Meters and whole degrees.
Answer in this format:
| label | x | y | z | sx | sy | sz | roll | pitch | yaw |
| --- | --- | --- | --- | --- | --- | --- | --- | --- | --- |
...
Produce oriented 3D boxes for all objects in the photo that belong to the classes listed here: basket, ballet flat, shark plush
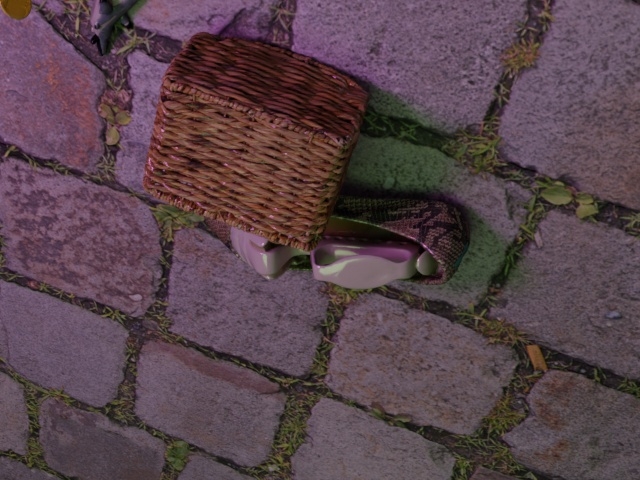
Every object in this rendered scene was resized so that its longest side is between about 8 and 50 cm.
| label | x | y | z | sx | sy | sz | roll | pitch | yaw |
| --- | --- | --- | --- | --- | --- | --- | --- | --- | --- |
| basket | -0.098 | -0.161 | 1.474 | 0.299 | 0.213 | 0.223 | 18 | 129 | 0 |
| ballet flat | 0.000 | 0.000 | 1.587 | 0.483 | 0.182 | 0.164 | 5 | 129 | 17 |
| shark plush | -0.331 | -0.350 | 1.523 | 0.067 | 0.073 | 0.161 | 7 | 130 | -24 |

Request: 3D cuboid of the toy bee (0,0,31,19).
| label | x | y | z | sx | sy | sz | roll | pitch | yaw |
| --- | --- | --- | --- | --- | --- | --- | --- | --- | --- |
| toy bee | -0.446 | -0.433 | 1.454 | 0.162 | 0.298 | 0.195 | 12 | 98 | -24 |
